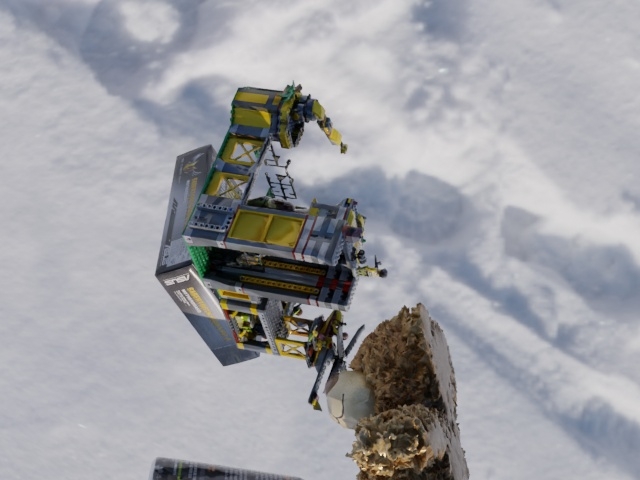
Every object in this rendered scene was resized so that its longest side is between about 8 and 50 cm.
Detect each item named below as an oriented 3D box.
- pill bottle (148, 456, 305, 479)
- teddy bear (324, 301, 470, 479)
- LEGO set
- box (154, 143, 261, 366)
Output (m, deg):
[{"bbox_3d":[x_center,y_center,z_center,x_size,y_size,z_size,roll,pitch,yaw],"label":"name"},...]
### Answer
[{"bbox_3d":[-0.091,0.341,1.444,0.245,0.130,0.131,9,85,-5],"label":"pill bottle"},{"bbox_3d":[0.072,0.227,1.023,0.113,0.245,0.338,-15,79,14],"label":"teddy bear"},{"bbox_3d":[0.000,0.000,1.304,0.331,0.192,0.255,80,26,-45],"label":"LEGO set"},{"bbox_3d":[-0.133,0.018,1.549,0.231,0.056,0.183,-86,152,-47],"label":"box"}]
